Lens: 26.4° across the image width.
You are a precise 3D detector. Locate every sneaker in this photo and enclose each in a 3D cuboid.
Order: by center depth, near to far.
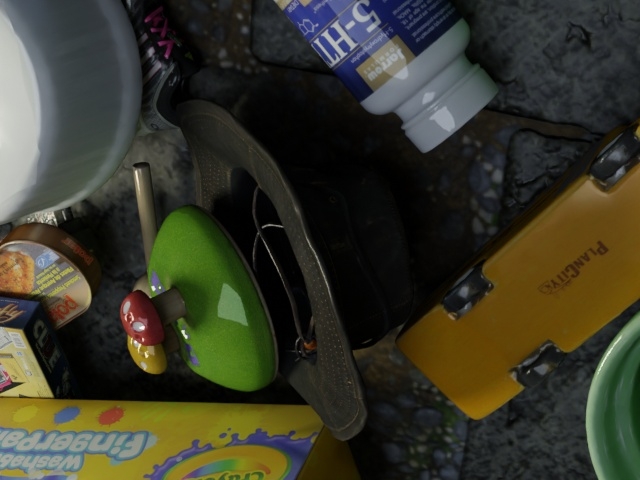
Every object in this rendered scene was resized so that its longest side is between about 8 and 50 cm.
[{"bbox_3d":[-0.145,-0.175,1.243,0.075,0.063,0.170,4,117,18],"label":"sneaker"}]

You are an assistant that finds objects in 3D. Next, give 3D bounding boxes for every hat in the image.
[{"bbox_3d":[0.000,0.000,1.190,0.331,0.134,0.331,55,162,29],"label":"hat"}]

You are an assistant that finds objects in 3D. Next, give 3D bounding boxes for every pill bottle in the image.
[{"bbox_3d":[0.057,-0.169,1.125,0.112,0.112,0.186,-38,95,33],"label":"pill bottle"}]

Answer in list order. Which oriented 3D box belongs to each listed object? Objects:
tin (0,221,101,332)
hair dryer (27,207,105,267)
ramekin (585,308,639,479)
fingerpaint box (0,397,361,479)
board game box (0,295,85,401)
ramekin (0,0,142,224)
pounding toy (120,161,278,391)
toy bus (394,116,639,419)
[{"bbox_3d":[-0.294,0.045,1.374,0.106,0.040,0.190,45,134,-16],"label":"tin"},{"bbox_3d":[-0.362,-0.068,1.377,0.224,0.080,0.293,-10,109,28],"label":"hair dryer"},{"bbox_3d":[0.380,0.131,1.104,0.303,0.148,0.303,10,118,20],"label":"ramekin"},{"bbox_3d":[-0.154,0.345,1.380,0.445,0.163,0.371,-3,124,27],"label":"fingerpaint box"},{"bbox_3d":[-0.337,0.153,1.445,0.165,0.042,0.243,6,135,20],"label":"board game box"},{"bbox_3d":[-0.309,-0.140,1.201,0.277,0.135,0.277,7,110,21],"label":"ramekin"},{"bbox_3d":[-0.144,0.058,1.252,0.237,0.110,0.183,39,145,47],"label":"pounding toy"},{"bbox_3d":[0.208,0.016,1.135,0.108,0.130,0.332,45,123,0],"label":"toy bus"}]
